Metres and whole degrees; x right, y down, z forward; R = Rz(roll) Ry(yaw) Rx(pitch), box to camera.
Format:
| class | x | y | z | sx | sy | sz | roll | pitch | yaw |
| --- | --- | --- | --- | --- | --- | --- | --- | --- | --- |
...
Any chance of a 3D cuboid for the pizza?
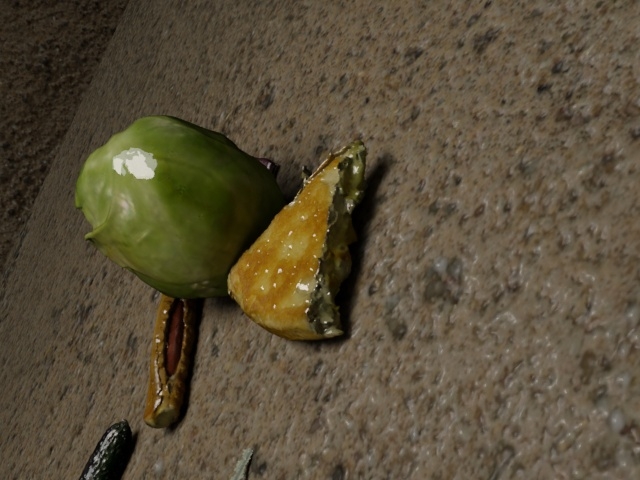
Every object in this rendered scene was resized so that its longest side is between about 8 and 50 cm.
| class | x | y | z | sx | sy | sz | roll | pitch | yaw |
| --- | --- | --- | --- | --- | --- | --- | --- | --- | --- |
| pizza | 0.000 | 0.000 | 1.251 | 0.288 | 0.075 | 0.280 | -59 | 30 | 1 |

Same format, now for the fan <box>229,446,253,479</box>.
| class | x | y | z | sx | sy | sz | roll | pitch | yaw |
| --- | --- | --- | --- | --- | --- | --- | --- | --- | --- |
| fan | -0.157 | 0.386 | 1.126 | 0.190 | 0.009 | 0.329 | 12 | 53 | 26 |

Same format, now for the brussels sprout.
| class | x | y | z | sx | sy | sz | roll | pitch | yaw |
| --- | --- | --- | --- | --- | --- | --- | --- | --- | --- |
| brussels sprout | -0.207 | -0.052 | 1.431 | 0.247 | 0.328 | 0.328 | -46 | 17 | -30 |

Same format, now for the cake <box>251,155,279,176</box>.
| class | x | y | z | sx | sy | sz | roll | pitch | yaw |
| --- | --- | --- | --- | --- | --- | --- | --- | --- | --- |
| cake | -0.186 | -0.106 | 1.644 | 0.295 | 0.113 | 0.116 | 12 | 77 | 50 |

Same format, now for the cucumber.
| class | x | y | z | sx | sy | sz | roll | pitch | yaw |
| --- | --- | --- | --- | --- | --- | --- | --- | --- | --- |
| cucumber | -0.371 | 0.407 | 1.530 | 0.067 | 0.067 | 0.245 | 0 | 62 | 60 |

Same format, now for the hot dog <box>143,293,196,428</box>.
| class | x | y | z | sx | sy | sz | roll | pitch | yaw |
| --- | --- | --- | --- | --- | --- | --- | --- | --- | --- |
| hot dog | -0.240 | 0.169 | 1.517 | 0.083 | 0.068 | 0.289 | 113 | 161 | -50 |
